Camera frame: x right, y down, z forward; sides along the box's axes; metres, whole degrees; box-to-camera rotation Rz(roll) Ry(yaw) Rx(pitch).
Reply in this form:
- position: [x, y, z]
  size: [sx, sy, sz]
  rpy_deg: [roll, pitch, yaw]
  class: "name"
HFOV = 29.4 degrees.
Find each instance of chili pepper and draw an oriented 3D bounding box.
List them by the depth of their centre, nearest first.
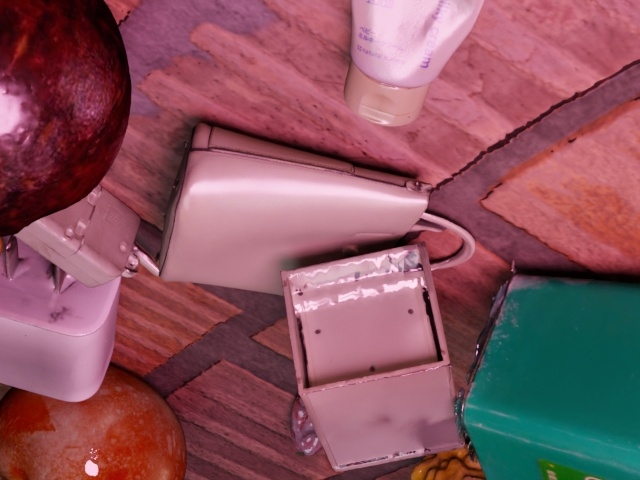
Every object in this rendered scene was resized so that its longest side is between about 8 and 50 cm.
- position: [-0.015, 0.238, 1.627]
  size: [0.050, 0.041, 0.153]
  rpy_deg: [-3, 130, -7]
  class: "chili pepper"

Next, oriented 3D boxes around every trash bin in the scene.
- position: [0.352, 0.156, 1.180]
  size: [0.381, 0.295, 0.259]
  rpy_deg: [11, 148, 26]
  class: "trash bin"

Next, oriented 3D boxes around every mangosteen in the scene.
- position: [-0.305, -0.115, 1.012]
  size: [0.297, 0.293, 0.297]
  rpy_deg: [-3, -175, 0]
  class: "mangosteen"

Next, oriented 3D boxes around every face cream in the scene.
- position: [0.071, -0.194, 0.956]
  size: [0.114, 0.070, 0.224]
  rpy_deg: [16, 138, 0]
  class: "face cream"

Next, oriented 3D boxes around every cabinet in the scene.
- position: [0.055, 0.116, 1.229]
  size: [0.145, 0.150, 0.206]
  rpy_deg: [-11, 149, 4]
  class: "cabinet"

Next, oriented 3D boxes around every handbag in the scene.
- position: [0.000, 0.000, 1.223]
  size: [0.315, 0.109, 0.241]
  rpy_deg: [16, 148, -6]
  class: "handbag"

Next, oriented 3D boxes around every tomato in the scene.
- position: [-0.302, 0.276, 1.637]
  size: [0.270, 0.222, 0.270]
  rpy_deg: [32, 150, 21]
  class: "tomato"

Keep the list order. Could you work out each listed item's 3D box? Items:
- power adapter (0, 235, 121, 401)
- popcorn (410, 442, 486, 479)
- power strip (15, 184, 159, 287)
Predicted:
- position: [-0.335, 0.072, 1.443]
  size: [0.187, 0.124, 0.255]
  rpy_deg: [15, 146, -2]
  class: "power adapter"
- position: [0.238, 0.363, 1.600]
  size: [0.286, 0.174, 0.225]
  rpy_deg: [21, 163, -26]
  class: "popcorn"
- position: [-0.278, -0.034, 1.290]
  size: [0.053, 0.093, 0.288]
  rpy_deg: [-21, 132, 37]
  class: "power strip"
